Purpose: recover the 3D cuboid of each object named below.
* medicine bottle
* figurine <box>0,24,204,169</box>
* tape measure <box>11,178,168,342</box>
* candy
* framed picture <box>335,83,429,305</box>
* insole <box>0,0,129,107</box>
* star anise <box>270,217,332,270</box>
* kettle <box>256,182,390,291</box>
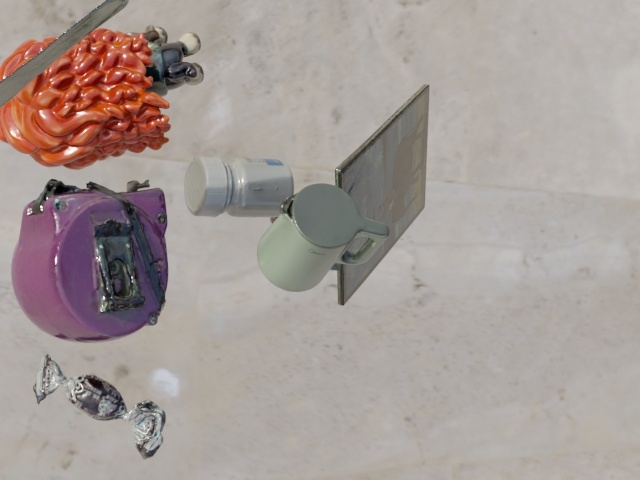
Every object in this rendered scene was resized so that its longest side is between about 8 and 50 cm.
[{"bbox_3d":[-0.138,-0.091,1.774,0.168,0.105,0.105,-1,91,-30],"label":"medicine bottle"},{"bbox_3d":[-0.385,-0.282,1.845,0.306,0.411,0.241,15,122,4],"label":"figurine"},{"bbox_3d":[-0.329,0.027,1.523,0.232,0.149,0.245,-9,92,-53],"label":"tape measure"},{"bbox_3d":[-0.340,0.253,1.594,0.226,0.051,0.094,31,82,0],"label":"candy"},{"bbox_3d":[0.109,-0.083,1.764,0.347,0.016,0.265,-45,143,-47],"label":"framed picture"},{"bbox_3d":[-0.369,-0.211,1.311,0.322,0.109,0.007,-36,94,7],"label":"insole"},{"bbox_3d":[-0.017,-0.008,1.987,0.081,0.230,0.262,-53,140,-4],"label":"star anise"},{"bbox_3d":[-0.004,0.003,1.309,0.127,0.148,0.098,42,60,1],"label":"kettle"}]
